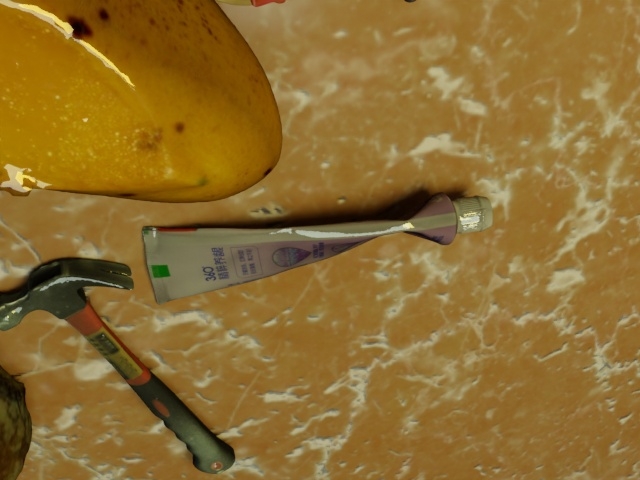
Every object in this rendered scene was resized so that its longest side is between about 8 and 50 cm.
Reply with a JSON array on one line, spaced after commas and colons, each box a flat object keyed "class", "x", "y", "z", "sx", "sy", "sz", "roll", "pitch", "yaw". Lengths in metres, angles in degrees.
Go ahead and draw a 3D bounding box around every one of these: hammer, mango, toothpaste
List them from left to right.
[{"class": "mango", "x": -0.150, "y": -0.122, "z": 0.508, "sx": 0.290, "sy": 0.191, "sz": 0.160, "roll": 28, "pitch": 123, "yaw": -25}, {"class": "hammer", "x": -0.164, "y": 0.126, "z": 0.756, "sx": 0.111, "sy": 0.033, "sz": 0.288, "roll": -29, "pitch": 125, "yaw": 3}, {"class": "toothpaste", "x": 0.000, "y": 0.000, "z": 0.720, "sx": 0.300, "sy": 0.048, "sz": 0.075, "roll": -9, "pitch": 151, "yaw": -4}]

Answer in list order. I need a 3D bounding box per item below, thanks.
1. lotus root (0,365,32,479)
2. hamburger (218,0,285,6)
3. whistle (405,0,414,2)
[{"class": "lotus root", "x": -0.404, "y": 0.188, "z": 0.656, "sx": 0.314, "sy": 0.142, "sz": 0.210, "roll": -30, "pitch": 124, "yaw": 1}, {"class": "hamburger", "x": -0.031, "y": -0.229, "z": 0.475, "sx": 0.175, "sy": 0.175, "sz": 0.137, "roll": 27, "pitch": 149, "yaw": -29}, {"class": "whistle", "x": -0.002, "y": -0.209, "z": 0.597, "sx": 0.176, "sy": 0.033, "sz": 0.033, "roll": 10, "pitch": 117, "yaw": -23}]
